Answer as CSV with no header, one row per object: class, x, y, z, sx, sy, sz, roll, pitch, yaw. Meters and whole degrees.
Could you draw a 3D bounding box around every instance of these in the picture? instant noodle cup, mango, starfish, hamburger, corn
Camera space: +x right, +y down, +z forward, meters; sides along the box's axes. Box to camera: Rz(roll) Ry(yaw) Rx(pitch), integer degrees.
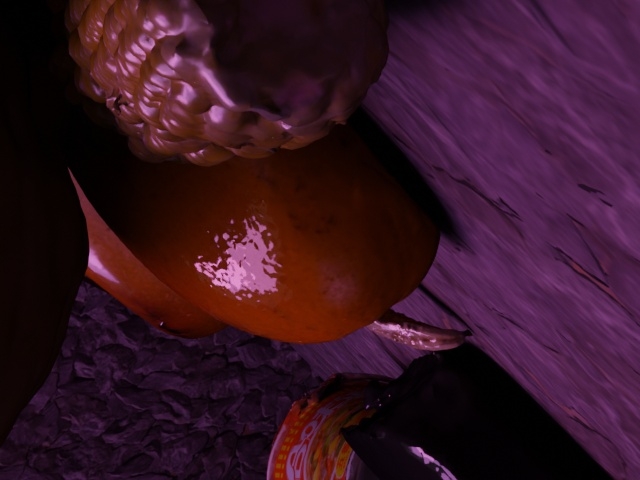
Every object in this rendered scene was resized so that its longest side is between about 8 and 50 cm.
instant noodle cup,0.061,0.202,1.342,0.193,0.193,0.212,46,166,-3
mango,-0.051,-0.039,0.687,0.217,0.102,0.141,43,169,17
starfish,-0.001,0.003,0.908,0.138,0.050,0.247,47,178,-25
hamburger,-0.118,-0.028,1.083,0.237,0.147,0.237,34,176,3
corn,-0.036,-0.063,0.488,0.086,0.086,0.288,47,175,-12

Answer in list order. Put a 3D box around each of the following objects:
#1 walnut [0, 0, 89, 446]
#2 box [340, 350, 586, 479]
walnut,-0.229,-0.007,0.627,0.253,0.282,0.276,39,-138,-60
box,0.163,0.217,1.032,0.350,0.091,0.359,45,175,2
